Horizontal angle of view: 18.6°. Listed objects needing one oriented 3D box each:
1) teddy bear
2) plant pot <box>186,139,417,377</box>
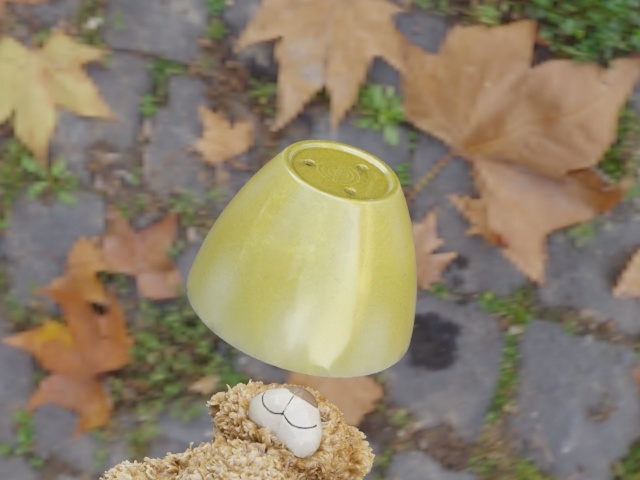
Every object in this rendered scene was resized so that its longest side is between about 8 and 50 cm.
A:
[{"bbox_3d":[-0.075,0.235,1.663,0.245,0.338,0.113,23,137,38],"label":"teddy bear"},{"bbox_3d":[0.000,0.000,1.108,0.134,0.134,0.095,31,121,24],"label":"plant pot"}]
